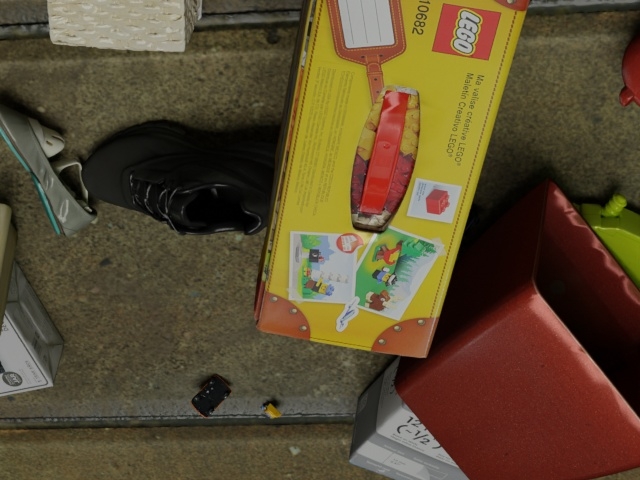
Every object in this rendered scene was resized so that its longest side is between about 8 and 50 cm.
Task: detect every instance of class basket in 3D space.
[{"bbox_3d":[-0.218,-0.277,1.869,0.167,0.103,0.113,4,130,3],"label":"basket"}]

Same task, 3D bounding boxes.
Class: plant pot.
[{"bbox_3d":[0.239,0.136,1.980,0.235,0.267,0.267,-32,108,26],"label":"plant pot"}]

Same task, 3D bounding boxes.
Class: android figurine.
[{"bbox_3d":[0.331,0.046,2.130,0.248,0.056,0.273,22,132,-12],"label":"android figurine"}]

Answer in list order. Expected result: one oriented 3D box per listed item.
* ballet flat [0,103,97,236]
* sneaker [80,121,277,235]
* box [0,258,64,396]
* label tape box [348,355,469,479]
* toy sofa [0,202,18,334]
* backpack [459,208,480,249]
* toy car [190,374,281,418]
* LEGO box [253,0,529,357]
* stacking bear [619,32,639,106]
[{"bbox_3d":[-0.334,-0.097,2.074,0.068,0.072,0.213,-29,128,-6],"label":"ballet flat"},{"bbox_3d":[-0.167,-0.065,2.008,0.286,0.130,0.109,3,122,25],"label":"sneaker"},{"bbox_3d":[-0.512,0.136,2.270,0.290,0.087,0.169,-13,129,16],"label":"box"},{"bbox_3d":[0.223,0.216,2.213,0.249,0.115,0.348,23,143,-13],"label":"label tape box"},{"bbox_3d":[-0.564,0.014,2.083,0.362,0.150,0.177,6,161,3],"label":"toy sofa"},{"bbox_3d":[0.125,0.007,2.089,0.084,0.105,0.114,34,130,5],"label":"backpack"},{"bbox_3d":[-0.121,0.235,2.342,0.122,0.060,0.040,29,160,-11],"label":"toy car"},{"bbox_3d":[0.072,-0.194,1.736,0.193,0.372,0.500,9,132,-3],"label":"LEGO box"},{"bbox_3d":[0.431,-0.236,1.813,0.164,0.175,0.289,46,137,6],"label":"stacking bear"}]
